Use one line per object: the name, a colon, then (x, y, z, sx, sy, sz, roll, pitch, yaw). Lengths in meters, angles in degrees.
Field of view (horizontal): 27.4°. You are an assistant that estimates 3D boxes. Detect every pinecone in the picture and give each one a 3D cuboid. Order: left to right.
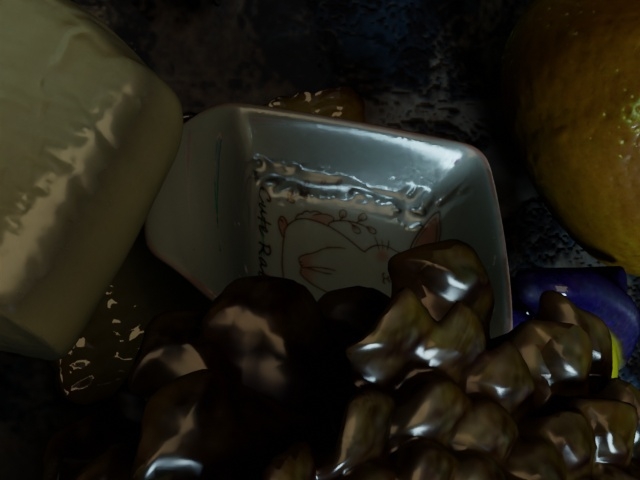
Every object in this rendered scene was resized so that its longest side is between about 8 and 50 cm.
pinecone: (-0.006, 0.192, 0.694, 0.384, 0.384, 0.385, 3, 83, -26)

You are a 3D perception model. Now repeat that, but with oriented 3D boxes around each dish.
dish: (0.000, 0.000, 0.828, 0.234, 0.064, 0.154, 10, 58, -20)

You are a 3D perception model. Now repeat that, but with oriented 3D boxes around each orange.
orange: (0.232, -0.077, 0.925, 0.237, 0.179, 0.158, 57, 22, -14)

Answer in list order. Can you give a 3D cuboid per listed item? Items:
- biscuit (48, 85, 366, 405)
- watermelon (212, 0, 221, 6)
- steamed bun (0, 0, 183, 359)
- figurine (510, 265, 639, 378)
biscuit: (-0.067, -0.002, 0.865, 0.254, 0.029, 0.172, -12, 89, -26)
watermelon: (-0.072, -0.208, 0.857, 0.078, 0.078, 0.111, -13, 95, -27)
steamed bun: (-0.210, -0.046, 0.721, 0.250, 0.155, 0.200, 21, 73, 5)
figurine: (0.144, 0.221, 0.884, 0.193, 0.154, 0.421, 35, 56, -57)
